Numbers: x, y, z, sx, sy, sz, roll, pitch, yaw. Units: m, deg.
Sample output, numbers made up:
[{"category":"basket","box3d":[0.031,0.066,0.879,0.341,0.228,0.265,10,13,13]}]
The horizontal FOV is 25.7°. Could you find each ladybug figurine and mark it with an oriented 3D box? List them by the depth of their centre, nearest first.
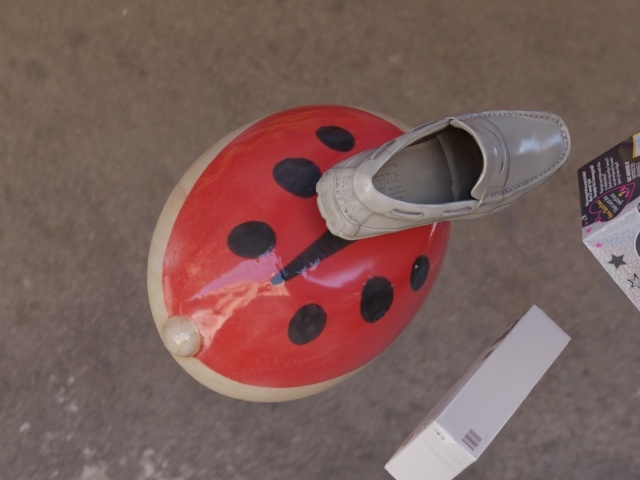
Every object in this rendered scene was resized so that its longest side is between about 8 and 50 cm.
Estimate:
[{"category":"ladybug figurine","box3d":[0.000,0.000,1.543,0.449,0.162,0.305,-41,101,-40]}]

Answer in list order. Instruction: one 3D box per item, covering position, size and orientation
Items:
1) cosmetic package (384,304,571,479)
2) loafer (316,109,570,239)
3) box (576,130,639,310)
[{"category":"cosmetic package","box3d":[0.164,0.164,1.443,0.060,0.099,0.239,43,41,6]},{"category":"loafer","box3d":[0.146,-0.074,1.446,0.319,0.111,0.112,-21,88,-32]},{"category":"box","box3d":[0.401,0.015,1.509,0.247,0.142,0.163,47,26,-19]}]
